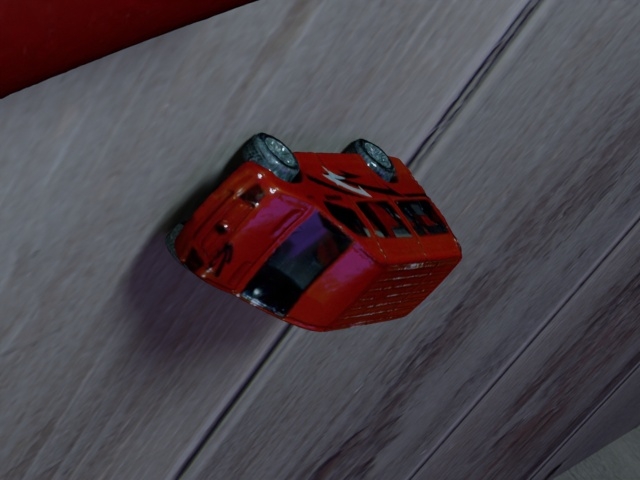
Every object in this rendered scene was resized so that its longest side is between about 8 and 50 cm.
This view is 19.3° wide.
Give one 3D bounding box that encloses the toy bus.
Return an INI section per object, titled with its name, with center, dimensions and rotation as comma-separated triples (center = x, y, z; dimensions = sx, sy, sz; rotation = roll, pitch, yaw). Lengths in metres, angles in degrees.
[toy bus]
center = 0.000, 0.000, 1.046
dimensions = 0.081, 0.089, 0.195
rotation = -47, 162, 20

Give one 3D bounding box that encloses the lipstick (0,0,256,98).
[lipstick]
center = -0.064, -0.107, 0.661
dimensions = 0.241, 0.080, 0.080
rotation = -25, 158, -39
